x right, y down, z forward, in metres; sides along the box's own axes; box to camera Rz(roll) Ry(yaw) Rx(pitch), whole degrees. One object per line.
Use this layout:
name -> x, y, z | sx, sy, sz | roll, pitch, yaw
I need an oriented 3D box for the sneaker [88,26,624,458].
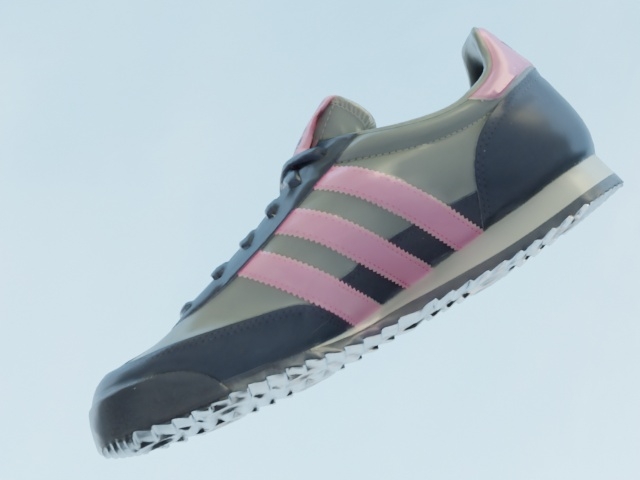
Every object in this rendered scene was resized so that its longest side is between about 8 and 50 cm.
sneaker -> 0.000, 0.000, 0.908 | 0.319, 0.112, 0.131 | -29, -99, -16
